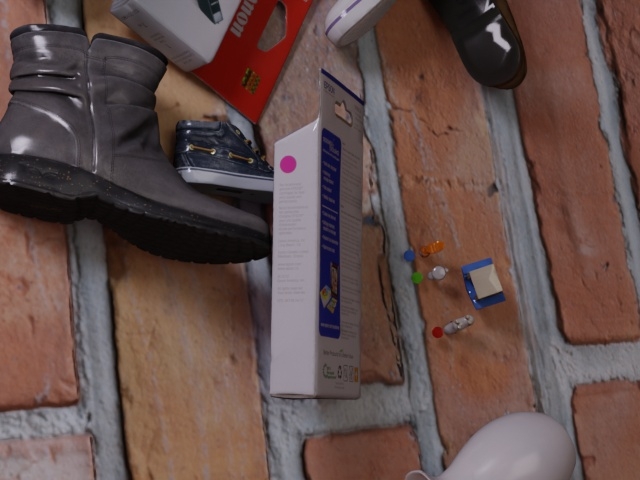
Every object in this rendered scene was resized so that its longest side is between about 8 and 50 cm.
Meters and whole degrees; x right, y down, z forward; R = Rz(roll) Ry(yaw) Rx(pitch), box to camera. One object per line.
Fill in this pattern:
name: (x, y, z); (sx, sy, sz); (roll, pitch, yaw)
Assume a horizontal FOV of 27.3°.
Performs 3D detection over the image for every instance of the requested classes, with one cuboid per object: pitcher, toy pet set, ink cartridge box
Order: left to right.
ink cartridge box: (-0.103, -0.320, 1.627); (0.239, 0.060, 0.275); (37, 61, -28)
ink cartridge box: (0.000, 0.000, 1.536); (0.176, 0.069, 0.370); (23, 69, -70)
toy pet set: (0.180, 0.059, 1.749); (0.114, 0.065, 0.122); (-18, 83, -2)
pitcher: (0.224, 0.322, 1.661); (0.207, 0.125, 0.177); (-25, 112, -27)

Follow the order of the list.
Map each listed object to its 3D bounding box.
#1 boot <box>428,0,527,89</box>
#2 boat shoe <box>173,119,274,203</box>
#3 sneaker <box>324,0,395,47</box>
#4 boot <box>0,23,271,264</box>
boot: (0.215, -0.353, 1.880); (0.115, 0.112, 0.305); (4, 65, -66)
boat shoe: (-0.091, -0.095, 1.585); (0.183, 0.065, 0.083); (8, 76, -31)
sneaker: (0.050, -0.386, 1.770); (0.161, 0.102, 0.282); (38, 59, -1)
boot: (-0.194, -0.113, 1.465); (0.338, 0.118, 0.222); (19, 65, -20)
